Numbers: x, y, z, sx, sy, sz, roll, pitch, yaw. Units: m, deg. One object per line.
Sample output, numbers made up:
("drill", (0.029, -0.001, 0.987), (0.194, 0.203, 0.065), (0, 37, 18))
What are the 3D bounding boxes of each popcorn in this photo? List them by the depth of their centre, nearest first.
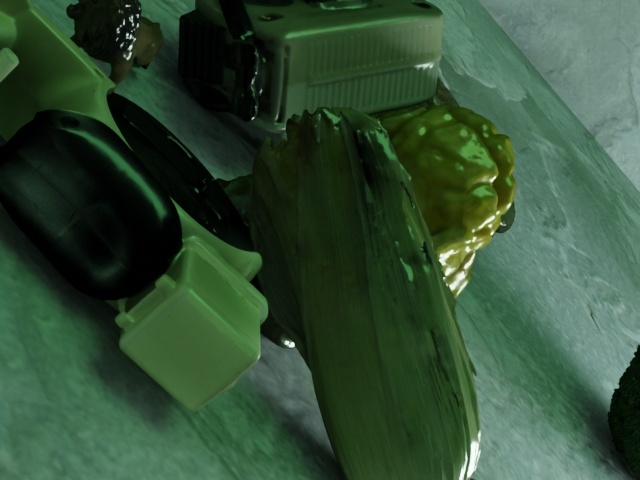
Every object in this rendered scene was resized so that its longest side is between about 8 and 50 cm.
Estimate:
("popcorn", (0.108, -0.032, 1.385), (0.200, 0.226, 0.203), (-7, 88, -45))

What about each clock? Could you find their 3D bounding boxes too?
("clock", (-0.187, -0.072, 0.927), (0.379, 0.120, 0.276), (42, 15, -21))

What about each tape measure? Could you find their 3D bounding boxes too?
("tape measure", (-0.038, -0.202, 1.360), (0.271, 0.133, 0.231), (-19, 33, -39))

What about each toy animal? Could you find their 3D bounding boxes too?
("toy animal", (-0.178, -0.167, 1.199), (0.069, 0.086, 0.220), (52, 2, 1))

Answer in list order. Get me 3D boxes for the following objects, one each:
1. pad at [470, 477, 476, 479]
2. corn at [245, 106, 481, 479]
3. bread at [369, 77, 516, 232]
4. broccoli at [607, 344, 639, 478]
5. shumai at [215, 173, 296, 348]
("pad", (0.189, 0.307, 1.166), (0.174, 0.022, 0.233), (28, 29, -47))
("corn", (0.036, 0.049, 1.042), (0.123, 0.122, 0.305), (-14, -85, 67))
("bread", (0.139, -0.137, 1.762), (0.337, 0.102, 0.183), (56, 21, 17))
("broccoli", (0.461, 0.222, 1.624), (0.261, 0.242, 0.269), (58, 40, -40))
("shumai", (-0.004, -0.003, 1.147), (0.184, 0.142, 0.184), (46, 17, -19))
